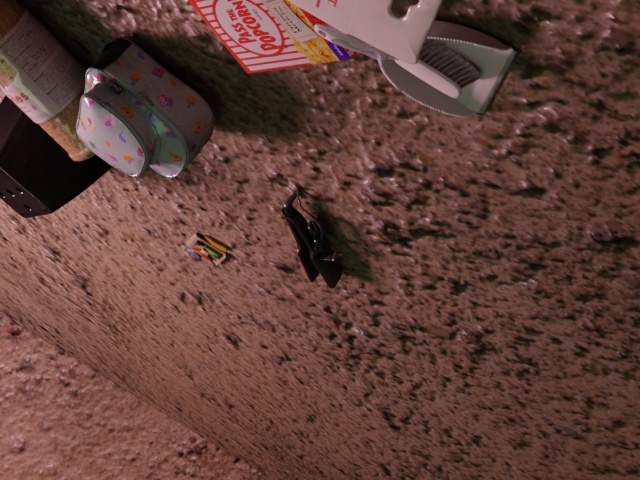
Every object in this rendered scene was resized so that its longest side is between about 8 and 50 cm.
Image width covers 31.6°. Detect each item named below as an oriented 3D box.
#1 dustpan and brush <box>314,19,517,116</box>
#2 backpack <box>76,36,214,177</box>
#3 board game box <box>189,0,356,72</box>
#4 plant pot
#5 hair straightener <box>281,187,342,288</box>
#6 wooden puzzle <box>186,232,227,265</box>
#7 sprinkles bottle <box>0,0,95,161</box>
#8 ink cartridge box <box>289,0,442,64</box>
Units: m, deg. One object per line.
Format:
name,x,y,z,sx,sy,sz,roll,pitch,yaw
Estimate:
dustpan and brush,0.096,-0.206,1.264,0.211,0.060,0.147,30,155,5
backpack,-0.254,-0.177,1.633,0.188,0.144,0.166,30,150,-2
board game box,-0.058,-0.272,1.340,0.193,0.045,0.147,2,141,48
plant pot,-0.479,-0.142,1.926,0.188,0.167,0.187,44,153,-26
hair straightener,0.000,0.000,1.791,0.089,0.047,0.230,18,147,28
wooden puzzle,-0.212,0.018,2.091,0.078,0.014,0.116,33,156,-2
sprinkles bottle,-0.451,-0.277,1.698,0.121,0.121,0.355,-3,139,51
ink cartridge box,-0.016,-0.340,1.078,0.353,0.119,0.207,31,155,4
